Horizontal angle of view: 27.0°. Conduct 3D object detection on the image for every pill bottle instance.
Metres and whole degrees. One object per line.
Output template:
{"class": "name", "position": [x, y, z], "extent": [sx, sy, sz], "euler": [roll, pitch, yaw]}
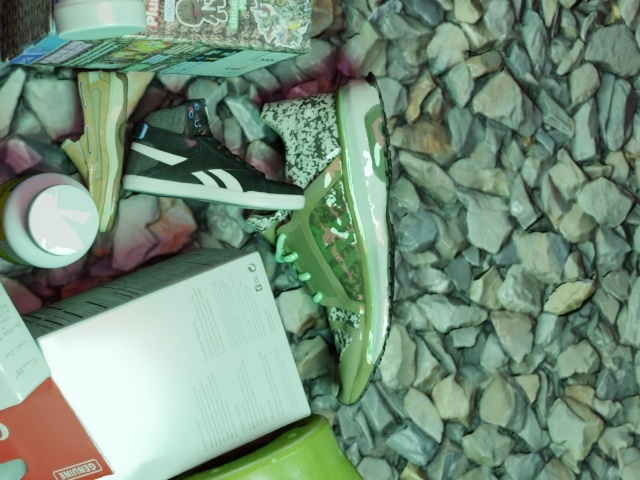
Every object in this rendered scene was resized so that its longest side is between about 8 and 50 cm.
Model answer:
{"class": "pill bottle", "position": [-0.223, -0.302, 1.273], "extent": [0.117, 0.117, 0.208], "euler": [-8, 92, -25]}
{"class": "pill bottle", "position": [-0.303, -0.022, 1.453], "extent": [0.103, 0.184, 0.103], "euler": [0, 90, -26]}

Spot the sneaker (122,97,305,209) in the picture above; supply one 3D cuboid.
{"class": "sneaker", "position": [-0.120, -0.104, 1.561], "extent": [0.217, 0.079, 0.121], "euler": [8, 89, 0]}

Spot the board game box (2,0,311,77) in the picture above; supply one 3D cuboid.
{"class": "board game box", "position": [-0.186, -0.272, 1.482], "extent": [0.291, 0.232, 0.141], "euler": [0, 89, -26]}

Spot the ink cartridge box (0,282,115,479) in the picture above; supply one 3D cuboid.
{"class": "ink cartridge box", "position": [-0.393, 0.181, 1.365], "extent": [0.261, 0.296, 0.066], "euler": [61, 31, -13]}

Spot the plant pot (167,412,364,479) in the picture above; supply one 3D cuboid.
{"class": "plant pot", "position": [-0.047, 0.396, 1.493], "extent": [0.366, 0.366, 0.353], "euler": [-22, 94, -23]}

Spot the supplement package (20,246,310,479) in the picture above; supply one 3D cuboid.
{"class": "supplement package", "position": [-0.190, 0.144, 1.499], "extent": [0.263, 0.198, 0.199], "euler": [-22, 100, -24]}

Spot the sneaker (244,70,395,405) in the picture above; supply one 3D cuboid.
{"class": "sneaker", "position": [0.000, 0.000, 1.650], "extent": [0.182, 0.158, 0.410], "euler": [-2, 93, 6]}

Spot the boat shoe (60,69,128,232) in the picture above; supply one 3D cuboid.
{"class": "boat shoe", "position": [-0.265, -0.104, 1.544], "extent": [0.072, 0.068, 0.190], "euler": [4, 79, -13]}
